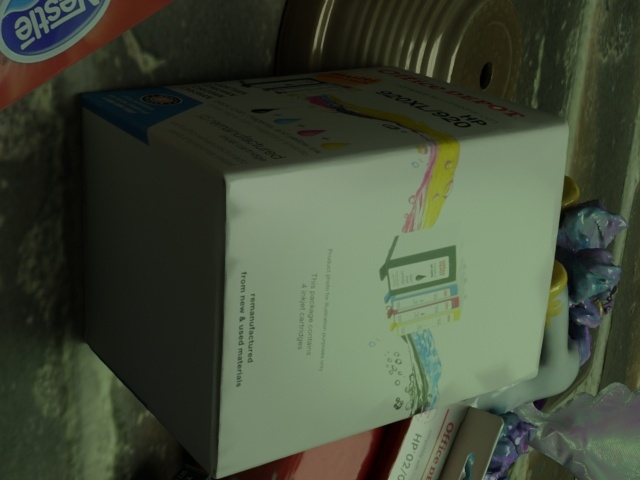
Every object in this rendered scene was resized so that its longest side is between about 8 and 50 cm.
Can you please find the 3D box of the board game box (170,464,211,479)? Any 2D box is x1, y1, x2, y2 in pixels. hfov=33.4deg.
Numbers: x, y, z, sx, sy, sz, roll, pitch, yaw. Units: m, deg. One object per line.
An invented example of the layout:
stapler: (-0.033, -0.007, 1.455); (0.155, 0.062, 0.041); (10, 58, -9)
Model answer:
board game box: (-0.103, 0.264, 0.740); (0.126, 0.026, 0.186); (-47, 139, -40)

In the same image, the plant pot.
plant pot: (0.078, -0.136, 0.807); (0.237, 0.109, 0.237); (-30, 129, -47)

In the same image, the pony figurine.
pony figurine: (0.198, 0.119, 1.021); (0.351, 0.303, 0.364); (-23, 136, -11)

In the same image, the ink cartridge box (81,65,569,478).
ink cartridge box: (0.000, 0.000, 0.632); (0.232, 0.171, 0.168); (-11, 116, -33)

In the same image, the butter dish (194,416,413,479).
butter dish: (-0.034, 0.144, 0.767); (0.118, 0.160, 0.160); (32, 77, -34)

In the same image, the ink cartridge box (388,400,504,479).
ink cartridge box: (0.045, 0.153, 0.827); (0.061, 0.181, 0.104); (28, 80, -34)

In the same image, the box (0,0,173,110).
box: (-0.155, -0.133, 0.426); (0.257, 0.128, 0.123); (-45, 139, -37)
